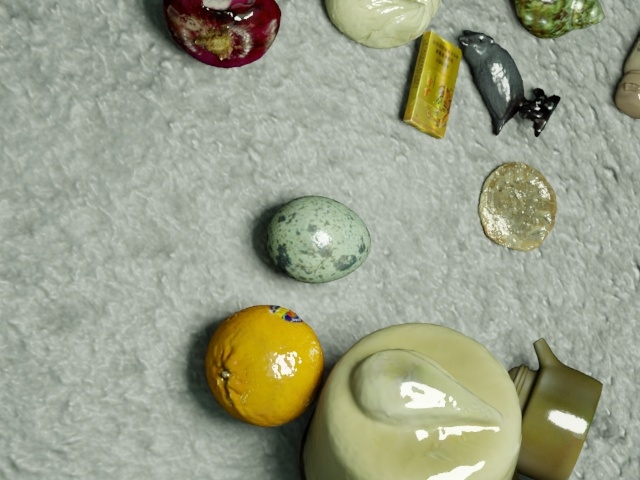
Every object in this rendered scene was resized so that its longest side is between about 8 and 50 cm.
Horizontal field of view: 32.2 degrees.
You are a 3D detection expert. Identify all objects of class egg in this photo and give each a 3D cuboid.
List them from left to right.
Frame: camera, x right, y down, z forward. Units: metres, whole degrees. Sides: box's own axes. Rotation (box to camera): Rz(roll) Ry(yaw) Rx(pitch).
[{"bbox_3d":[0.000,0.000,1.665,0.172,0.132,0.132,8,82,-33],"label":"egg"}]

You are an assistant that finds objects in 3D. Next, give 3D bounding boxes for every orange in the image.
[{"bbox_3d":[-0.081,0.180,1.597,0.177,0.155,0.178,2,98,13],"label":"orange"}]

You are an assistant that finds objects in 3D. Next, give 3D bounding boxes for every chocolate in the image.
[{"bbox_3d":[0.151,0.270,1.562,0.326,0.297,0.314,-10,59,-23],"label":"chocolate"}]

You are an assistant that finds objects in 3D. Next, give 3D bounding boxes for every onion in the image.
[{"bbox_3d":[-0.143,-0.341,1.654,0.173,0.135,0.198,15,40,-2],"label":"onion"}]

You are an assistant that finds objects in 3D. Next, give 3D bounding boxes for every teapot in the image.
[{"bbox_3d":[0.330,0.288,1.756,0.175,0.185,0.268,21,95,14],"label":"teapot"}]

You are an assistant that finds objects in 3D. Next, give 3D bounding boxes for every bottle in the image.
[{"bbox_3d":[0.590,-0.307,1.944,0.209,0.097,0.110,-59,144,-14],"label":"bottle"}]

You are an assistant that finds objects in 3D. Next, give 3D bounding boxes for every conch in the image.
[{"bbox_3d":[0.396,-0.433,1.861,0.181,0.124,0.187,45,64,-15],"label":"conch"}]

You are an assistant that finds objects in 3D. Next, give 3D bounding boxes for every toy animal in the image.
[{"bbox_3d":[0.294,-0.254,1.843,0.210,0.121,0.117,42,117,4],"label":"toy animal"}]

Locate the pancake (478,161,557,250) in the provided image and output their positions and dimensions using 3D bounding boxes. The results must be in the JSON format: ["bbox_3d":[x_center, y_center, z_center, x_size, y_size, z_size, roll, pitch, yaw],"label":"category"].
[{"bbox_3d":[0.329,-0.056,1.854,0.151,0.025,0.152,2,85,-22],"label":"pancake"}]

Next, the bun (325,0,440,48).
[{"bbox_3d":[0.104,-0.388,1.750,0.188,0.111,0.164,9,81,-18],"label":"bun"}]

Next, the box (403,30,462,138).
[{"bbox_3d":[0.184,-0.252,1.800,0.089,0.022,0.156,24,76,-40],"label":"box"}]
